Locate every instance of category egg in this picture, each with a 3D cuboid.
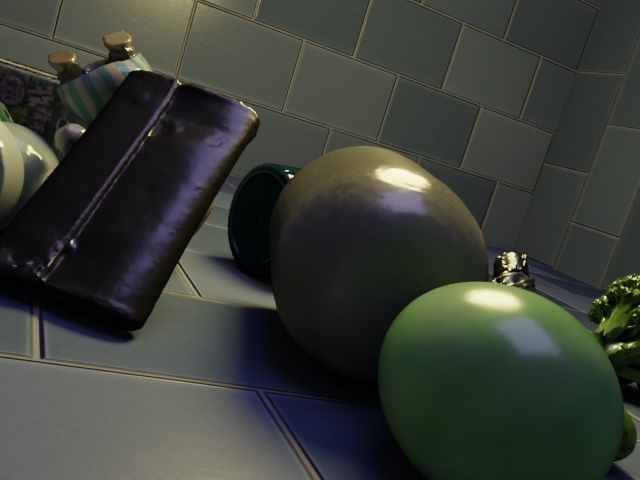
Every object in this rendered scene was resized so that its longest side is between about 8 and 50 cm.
[{"bbox_3d":[0.174,0.155,0.728,0.220,0.220,0.269,12,6,-32],"label":"egg"}]

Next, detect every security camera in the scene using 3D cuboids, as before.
[{"bbox_3d":[-0.521,-0.107,1.129,0.194,0.195,0.236,18,5,6],"label":"security camera"}]

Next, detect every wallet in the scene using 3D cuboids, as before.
[{"bbox_3d":[-0.261,-0.076,0.995,0.228,0.062,0.406,20,53,4],"label":"wallet"}]

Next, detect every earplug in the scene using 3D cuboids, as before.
[{"bbox_3d":[0.080,0.035,1.027,0.312,0.313,0.394,16,10,-7],"label":"earplug"}]

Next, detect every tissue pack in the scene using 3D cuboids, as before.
[{"bbox_3d":[-0.635,-0.245,1.546,0.361,0.259,0.122,17,15,7],"label":"tissue pack"}]

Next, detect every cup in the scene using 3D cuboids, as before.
[{"bbox_3d":[-0.012,0.002,1.456,0.292,0.308,0.242,9,-20,-41],"label":"cup"}]

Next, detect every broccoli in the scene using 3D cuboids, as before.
[{"bbox_3d":[0.600,0.194,1.370,0.270,0.270,0.270,-17,18,-13],"label":"broccoli"}]

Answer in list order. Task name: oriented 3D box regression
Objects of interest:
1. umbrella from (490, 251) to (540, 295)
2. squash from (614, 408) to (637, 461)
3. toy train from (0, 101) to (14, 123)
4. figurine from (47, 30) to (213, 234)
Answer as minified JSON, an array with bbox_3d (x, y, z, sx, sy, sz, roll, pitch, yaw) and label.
[{"bbox_3d":[0.272,0.151,1.002,0.154,0.128,0.337,-23,31,10],"label":"umbrella"},{"bbox_3d":[0.319,0.212,1.072,0.101,0.101,0.378,12,11,-32],"label":"squash"},{"bbox_3d":[-0.693,-0.202,1.282,0.178,0.249,0.429,61,-8,0],"label":"toy train"},{"bbox_3d":[-0.291,-0.128,1.173,0.266,0.361,0.377,-26,31,-16],"label":"figurine"}]
